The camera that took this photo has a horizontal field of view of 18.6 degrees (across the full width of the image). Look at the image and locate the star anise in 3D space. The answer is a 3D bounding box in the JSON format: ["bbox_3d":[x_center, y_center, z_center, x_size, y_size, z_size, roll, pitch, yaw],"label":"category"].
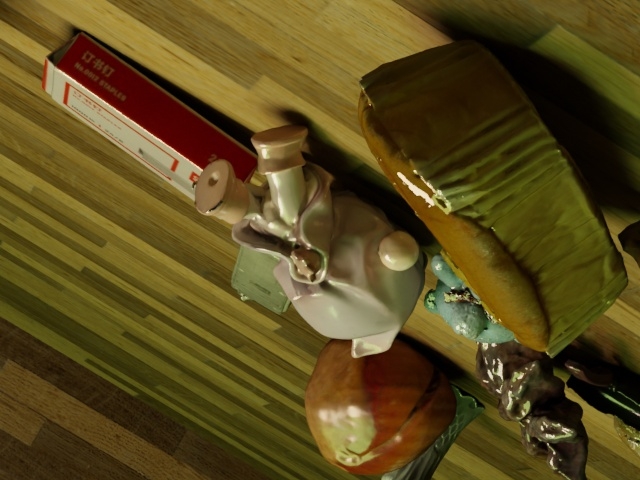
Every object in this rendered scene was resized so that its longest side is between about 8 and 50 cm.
[{"bbox_3d":[0.213,0.155,1.998,0.197,0.073,0.212,57,177,31],"label":"star anise"}]

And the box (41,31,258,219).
[{"bbox_3d":[-0.169,-0.113,1.921,0.229,0.050,0.123,35,164,-2],"label":"box"}]

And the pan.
[{"bbox_3d":[0.287,0.143,1.948,0.115,0.040,0.212,22,169,31],"label":"pan"}]

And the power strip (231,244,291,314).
[{"bbox_3d":[-0.053,0.024,2.189,0.078,0.052,0.272,30,165,2],"label":"power strip"}]

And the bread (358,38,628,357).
[{"bbox_3d":[0.134,-0.029,1.474,0.152,0.119,0.288,59,-176,36],"label":"bread"}]

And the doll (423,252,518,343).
[{"bbox_3d":[0.150,0.053,1.840,0.120,0.075,0.180,21,164,12],"label":"doll"}]

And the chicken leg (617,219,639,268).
[{"bbox_3d":[0.367,0.059,1.365,0.409,0.182,0.295,38,165,41],"label":"chicken leg"}]

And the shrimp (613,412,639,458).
[{"bbox_3d":[0.366,0.210,2.050,0.099,0.041,0.180,48,164,-7],"label":"shrimp"}]

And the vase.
[{"bbox_3d":[0.132,0.252,2.398,0.081,0.149,0.081,28,165,8],"label":"vase"}]

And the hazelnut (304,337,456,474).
[{"bbox_3d":[0.068,0.199,2.314,0.182,0.182,0.182,28,165,8],"label":"hazelnut"}]

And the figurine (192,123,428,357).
[{"bbox_3d":[0.000,0.001,1.844,0.200,0.133,0.276,18,161,50],"label":"figurine"}]
